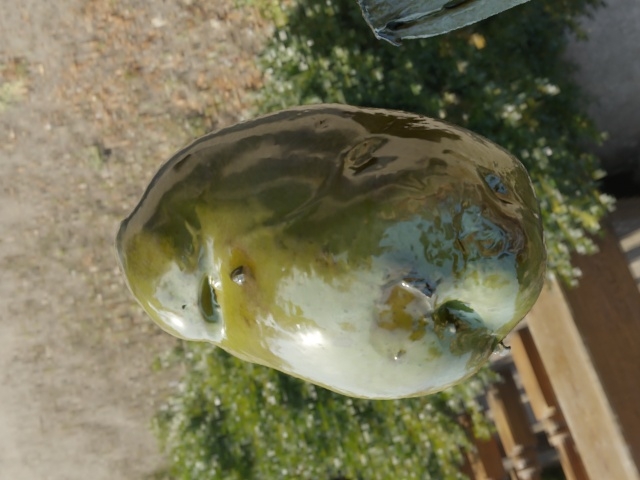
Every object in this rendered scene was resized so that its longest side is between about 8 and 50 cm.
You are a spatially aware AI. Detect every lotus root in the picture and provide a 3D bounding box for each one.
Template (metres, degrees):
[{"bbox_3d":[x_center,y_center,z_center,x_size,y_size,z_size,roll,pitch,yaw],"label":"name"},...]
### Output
[{"bbox_3d":[0.088,-0.233,0.912,0.144,0.070,0.143,-34,114,12],"label":"lotus root"}]

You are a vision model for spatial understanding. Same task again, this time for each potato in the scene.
[{"bbox_3d":[-0.001,0.003,0.865,0.351,0.218,0.202,9,-169,21],"label":"potato"}]
